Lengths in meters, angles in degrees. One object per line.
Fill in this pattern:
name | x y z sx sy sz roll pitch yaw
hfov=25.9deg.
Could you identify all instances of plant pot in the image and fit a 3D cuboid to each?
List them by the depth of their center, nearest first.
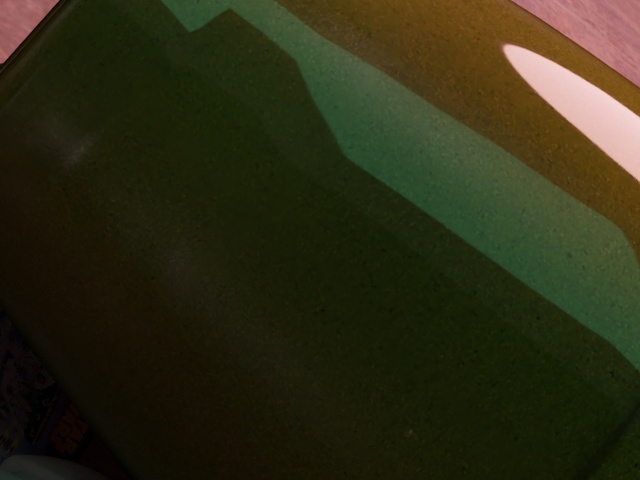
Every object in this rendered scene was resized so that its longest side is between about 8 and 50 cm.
plant pot | 0.000 0.000 0.702 0.353 0.366 0.366 41 39 -15

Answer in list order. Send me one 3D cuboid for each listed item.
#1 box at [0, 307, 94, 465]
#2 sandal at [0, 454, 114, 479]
box | -0.172 0.100 0.732 0.094 0.027 0.137 40 40 -12
sandal | -0.227 0.189 0.537 0.416 0.102 0.169 -8 28 -42
